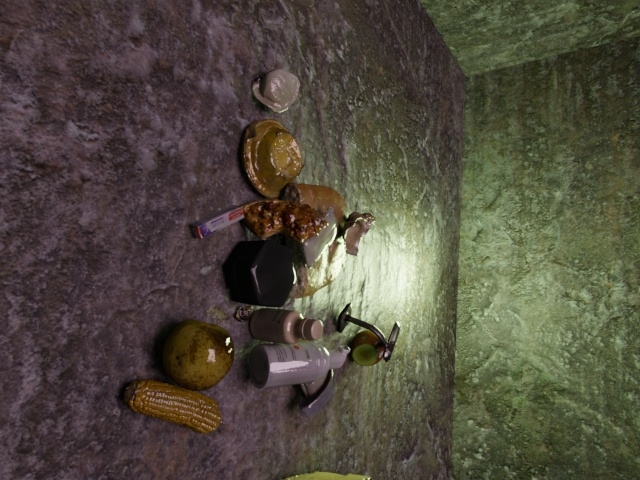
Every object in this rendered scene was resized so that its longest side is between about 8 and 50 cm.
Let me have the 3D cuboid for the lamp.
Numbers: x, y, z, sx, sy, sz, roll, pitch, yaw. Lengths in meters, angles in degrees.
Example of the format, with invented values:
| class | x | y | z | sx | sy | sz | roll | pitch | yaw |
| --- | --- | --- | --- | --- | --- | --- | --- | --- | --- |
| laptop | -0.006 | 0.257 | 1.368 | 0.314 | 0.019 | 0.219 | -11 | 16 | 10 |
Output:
| class | x | y | z | sx | sy | sz | roll | pitch | yaw |
| --- | --- | --- | --- | --- | --- | --- | --- | --- | --- |
| lamp | 0.226 | 0.372 | 1.963 | 0.203 | 0.283 | 0.124 | -50 | 166 | -47 |

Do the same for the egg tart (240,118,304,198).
| class | x | y | z | sx | sy | sz | roll | pitch | yaw |
| --- | --- | --- | --- | --- | --- | --- | --- | --- | --- |
| egg tart | -0.158 | -0.293 | 1.564 | 0.290 | 0.115 | 0.290 | 7 | 81 | -54 |

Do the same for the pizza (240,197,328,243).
| class | x | y | z | sx | sy | sz | roll | pitch | yaw |
| --- | --- | --- | --- | --- | --- | --- | --- | --- | --- |
| pizza | -0.122 | -0.074 | 1.486 | 0.086 | 0.305 | 0.161 | 111 | -15 | -52 |

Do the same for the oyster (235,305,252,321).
| class | x | y | z | sx | sy | sz | roll | pitch | yaw |
| --- | --- | --- | --- | --- | --- | --- | --- | --- | --- |
| oyster | -0.254 | 0.247 | 1.477 | 0.083 | 0.019 | 0.054 | 1 | 88 | -55 |

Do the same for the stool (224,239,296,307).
| class | x | y | z | sx | sy | sz | roll | pitch | yaw |
| --- | --- | --- | --- | --- | --- | --- | --- | --- | --- |
| stool | -0.196 | 0.111 | 1.463 | 0.232 | 0.141 | 0.232 | 6 | 83 | -55 |

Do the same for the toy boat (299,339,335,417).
| class | x | y | z | sx | sy | sz | roll | pitch | yaw |
| --- | --- | --- | --- | --- | --- | --- | --- | --- | --- |
| toy boat | -0.030 | 0.501 | 1.722 | 0.276 | 0.111 | 0.294 | -13 | 89 | -62 |

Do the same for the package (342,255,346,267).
| class | x | y | z | sx | sy | sz | roll | pitch | yaw |
| --- | --- | --- | --- | --- | --- | --- | --- | --- | --- |
| package | 0.086 | 0.083 | 1.966 | 0.083 | 0.029 | 0.059 | 24 | 75 | -40 |

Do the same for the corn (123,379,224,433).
| class | x | y | z | sx | sy | sz | roll | pitch | yaw |
| --- | --- | --- | --- | --- | --- | --- | --- | --- | --- |
| corn | -0.392 | 0.445 | 1.205 | 0.313 | 0.102 | 0.102 | 46 | 52 | -42 |

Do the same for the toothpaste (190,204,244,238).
| class | x | y | z | sx | sy | sz | roll | pitch | yaw |
| --- | --- | --- | --- | --- | --- | --- | --- | --- | --- |
| toothpaste | -0.319 | -0.061 | 1.384 | 0.196 | 0.040 | 0.047 | -35 | 118 | -51 |

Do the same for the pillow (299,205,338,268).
| class | x | y | z | sx | sy | sz | roll | pitch | yaw |
| --- | --- | --- | --- | --- | --- | --- | --- | --- | --- |
| pillow | -0.002 | -0.013 | 1.603 | 0.229 | 0.050 | 0.128 | -52 | 140 | -37 |

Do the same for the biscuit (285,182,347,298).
| class | x | y | z | sx | sy | sz | roll | pitch | yaw |
| --- | --- | --- | --- | --- | --- | --- | --- | --- | --- |
| biscuit | 0.001 | 0.000 | 1.751 | 0.446 | 0.104 | 0.430 | -5 | 98 | -60 |

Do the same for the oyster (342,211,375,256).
| class | x | y | z | sx | sy | sz | roll | pitch | yaw |
| --- | --- | --- | --- | --- | --- | --- | --- | --- | --- |
| oyster | 0.138 | -0.045 | 1.828 | 0.233 | 0.107 | 0.162 | -48 | 149 | -43 |

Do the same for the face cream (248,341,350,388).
| class | x | y | z | sx | sy | sz | roll | pitch | yaw |
| --- | --- | --- | --- | --- | --- | --- | --- | --- | --- |
| face cream | -0.056 | 0.428 | 1.553 | 0.369 | 0.145 | 0.145 | 7 | 82 | -36 |

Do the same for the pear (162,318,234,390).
| class | x | y | z | sx | sy | sz | roll | pitch | yaw |
| --- | --- | --- | --- | --- | --- | --- | --- | --- | --- |
| pear | -0.335 | 0.319 | 1.212 | 0.197 | 0.197 | 0.197 | 4 | 85 | -55 |

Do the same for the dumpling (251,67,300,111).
| class | x | y | z | sx | sy | sz | roll | pitch | yaw |
| --- | --- | --- | --- | --- | --- | --- | --- | --- | --- |
| dumpling | -0.156 | -0.534 | 1.591 | 0.176 | 0.092 | 0.150 | -21 | 103 | -52 |

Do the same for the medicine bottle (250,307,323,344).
| class | x | y | z | sx | sy | sz | roll | pitch | yaw |
| --- | --- | --- | --- | --- | --- | --- | --- | --- | --- |
| medicine bottle | -0.111 | 0.288 | 1.477 | 0.114 | 0.252 | 0.114 | 2 | 88 | -55 |

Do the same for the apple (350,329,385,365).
| class | x | y | z | sx | sy | sz | roll | pitch | yaw |
| --- | --- | --- | --- | --- | --- | --- | --- | --- | --- |
| apple | 0.221 | 0.492 | 2.036 | 0.163 | 0.147 | 0.146 | -42 | 121 | -46 |

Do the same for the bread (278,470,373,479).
| class | x | y | z | sx | sy | sz | roll | pitch | yaw |
| --- | --- | --- | --- | --- | --- | --- | --- | --- | --- |
| bread | 0.011 | 1.050 | 1.596 | 0.371 | 0.279 | 0.390 | 21 | 71 | -51 |
